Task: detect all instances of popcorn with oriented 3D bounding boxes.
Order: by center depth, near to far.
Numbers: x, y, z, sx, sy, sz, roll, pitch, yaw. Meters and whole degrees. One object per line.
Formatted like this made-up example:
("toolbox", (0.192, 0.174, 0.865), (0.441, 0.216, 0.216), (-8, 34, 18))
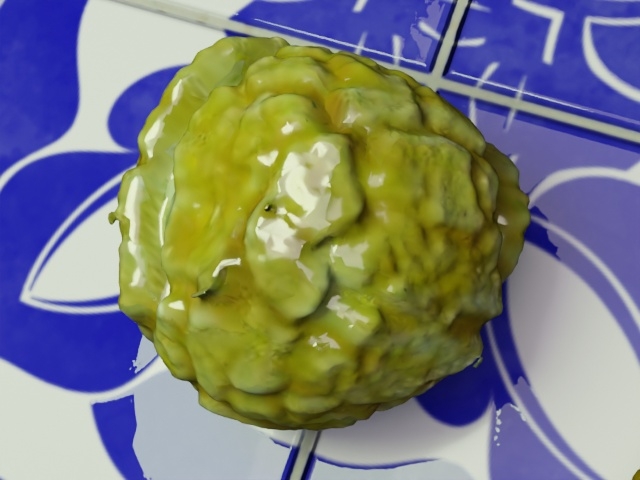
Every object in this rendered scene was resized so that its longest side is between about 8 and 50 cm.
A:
("popcorn", (-0.007, 0.003, 1.243), (0.282, 0.247, 0.282), (-13, 62, 25))

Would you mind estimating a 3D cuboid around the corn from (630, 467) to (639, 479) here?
("corn", (0.252, 0.187, 1.213), (0.097, 0.097, 0.262), (35, 86, 18))
